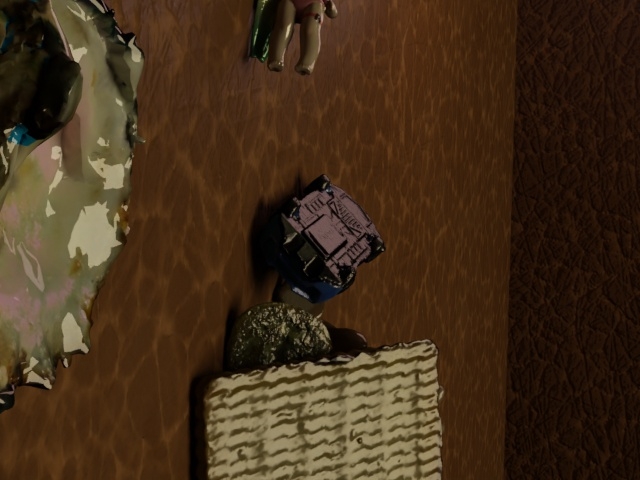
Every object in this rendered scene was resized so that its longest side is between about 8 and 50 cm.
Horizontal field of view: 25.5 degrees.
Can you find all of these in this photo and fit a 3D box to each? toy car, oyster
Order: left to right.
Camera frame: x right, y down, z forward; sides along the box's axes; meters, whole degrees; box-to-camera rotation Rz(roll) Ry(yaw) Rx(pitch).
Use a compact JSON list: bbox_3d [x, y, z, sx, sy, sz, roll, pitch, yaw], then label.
[{"bbox_3d":[-0.165,-0.043,0.800,0.198,0.092,0.260,-53,152,-63],"label":"oyster"},{"bbox_3d":[0.000,0.000,1.397,0.103,0.063,0.216,49,19,0],"label":"toy car"}]

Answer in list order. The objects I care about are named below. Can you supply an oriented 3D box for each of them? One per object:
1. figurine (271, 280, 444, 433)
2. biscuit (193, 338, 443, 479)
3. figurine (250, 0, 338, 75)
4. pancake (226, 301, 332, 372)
[{"bbox_3d":[0.038,0.170,1.397,0.177,0.173,0.247,-58,149,-58],"label":"figurine"},{"bbox_3d":[0.002,0.184,1.260,0.254,0.029,0.172,-6,98,-33],"label":"biscuit"},{"bbox_3d":[-0.019,-0.222,1.312,0.083,0.083,0.187,71,21,-54],"label":"figurine"},{"bbox_3d":[-0.039,0.107,1.275,0.017,0.108,0.108,-171,-97,-71],"label":"pancake"}]
